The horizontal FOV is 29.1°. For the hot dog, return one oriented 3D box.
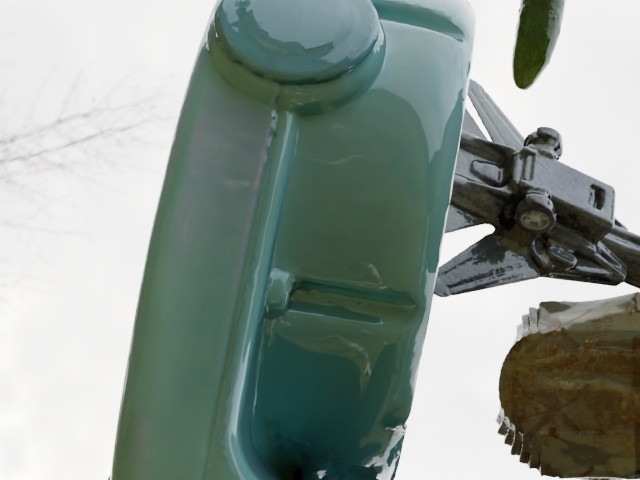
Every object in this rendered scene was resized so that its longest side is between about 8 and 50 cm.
[{"bbox_3d":[0.282,0.126,1.063,0.271,0.082,0.162,-4,-98,21],"label":"hot dog"}]

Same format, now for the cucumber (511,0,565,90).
[{"bbox_3d":[0.253,-0.283,1.400,0.056,0.056,0.250,-7,-117,37],"label":"cucumber"}]

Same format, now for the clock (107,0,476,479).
[{"bbox_3d":[0.000,0.000,0.463,0.094,0.223,0.274,11,-96,3],"label":"clock"}]

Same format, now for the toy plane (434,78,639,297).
[{"bbox_3d":[0.199,-0.012,0.936,0.267,0.212,0.088,21,-37,-8],"label":"toy plane"}]
